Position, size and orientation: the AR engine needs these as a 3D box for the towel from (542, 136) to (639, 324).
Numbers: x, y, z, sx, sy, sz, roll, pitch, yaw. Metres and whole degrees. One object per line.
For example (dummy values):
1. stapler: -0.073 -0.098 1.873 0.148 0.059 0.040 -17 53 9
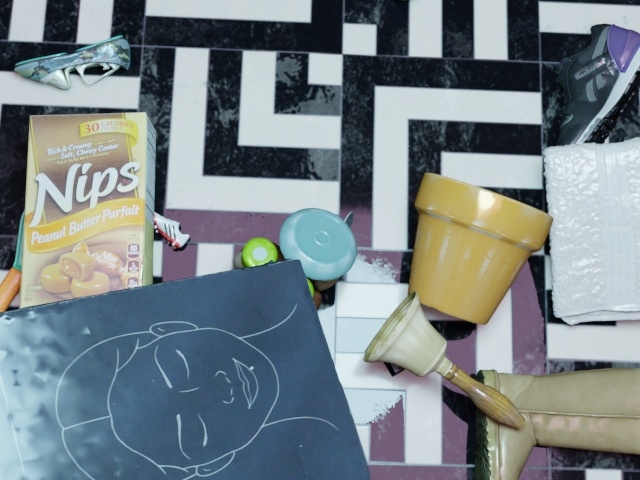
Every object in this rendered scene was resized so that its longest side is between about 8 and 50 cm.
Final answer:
1. towel: 0.441 -0.013 1.477 0.187 0.049 0.282 -5 97 12

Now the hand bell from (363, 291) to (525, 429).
1. hand bell: 0.194 0.197 1.398 0.242 0.126 0.126 38 78 -2

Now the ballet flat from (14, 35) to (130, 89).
1. ballet flat: -0.399 -0.279 1.567 0.188 0.070 0.070 -16 78 -2

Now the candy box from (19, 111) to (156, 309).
1. candy box: -0.350 -0.033 1.473 0.183 0.087 0.316 -1 77 0

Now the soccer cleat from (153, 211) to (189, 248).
1. soccer cleat: -0.244 -0.023 1.530 0.035 0.029 0.083 -41 82 -23

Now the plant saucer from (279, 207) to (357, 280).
1. plant saucer: 0.000 0.000 1.400 0.119 0.021 0.119 9 60 -16

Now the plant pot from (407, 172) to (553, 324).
1. plant pot: 0.222 0.019 1.461 0.205 0.205 0.188 20 93 3

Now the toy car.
1. toy car: -0.023 0.027 1.469 0.188 0.155 0.149 -42 82 -20

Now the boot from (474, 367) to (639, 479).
1. boot: 0.372 0.302 1.446 0.270 0.089 0.236 3 77 -3

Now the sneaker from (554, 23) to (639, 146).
1. sneaker: 0.428 -0.231 1.578 0.124 0.107 0.283 31 75 22

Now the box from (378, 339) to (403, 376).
1. box: 0.135 0.164 1.481 0.083 0.062 0.052 -30 78 -8

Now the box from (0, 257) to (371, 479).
1. box: -0.213 0.315 1.211 0.472 0.297 0.479 -9 74 -35

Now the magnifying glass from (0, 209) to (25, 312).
1. magnifying glass: -0.457 0.028 1.512 0.092 0.026 0.231 29 78 5
